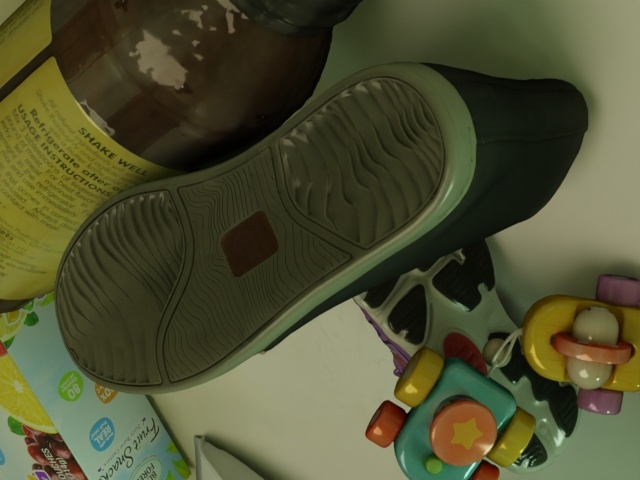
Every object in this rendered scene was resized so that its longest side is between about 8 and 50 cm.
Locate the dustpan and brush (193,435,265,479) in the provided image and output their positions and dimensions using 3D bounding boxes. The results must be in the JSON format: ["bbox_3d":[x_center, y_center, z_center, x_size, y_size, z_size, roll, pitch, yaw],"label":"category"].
[{"bbox_3d":[-0.007,0.216,0.997,0.211,0.060,0.147,26,134,29],"label":"dustpan and brush"}]

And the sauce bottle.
[{"bbox_3d":[-0.071,-0.070,0.755,0.111,0.111,0.344,50,137,-10],"label":"sauce bottle"}]

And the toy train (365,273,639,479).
[{"bbox_3d":[0.104,0.085,0.747,0.046,0.166,0.125,-107,-1,-83],"label":"toy train"}]

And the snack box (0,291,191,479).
[{"bbox_3d":[-0.194,0.074,1.042,0.174,0.070,0.207,-2,124,42],"label":"snack box"}]

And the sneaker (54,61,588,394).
[{"bbox_3d":[0.000,0.000,0.724,0.222,0.118,0.083,-25,79,36],"label":"sneaker"}]

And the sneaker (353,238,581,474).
[{"bbox_3d":[0.043,0.035,0.805,0.170,0.068,0.071,58,153,-15],"label":"sneaker"}]

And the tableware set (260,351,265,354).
[{"bbox_3d":[-0.085,-0.001,0.912,0.154,0.024,0.104,31,141,14],"label":"tableware set"}]
